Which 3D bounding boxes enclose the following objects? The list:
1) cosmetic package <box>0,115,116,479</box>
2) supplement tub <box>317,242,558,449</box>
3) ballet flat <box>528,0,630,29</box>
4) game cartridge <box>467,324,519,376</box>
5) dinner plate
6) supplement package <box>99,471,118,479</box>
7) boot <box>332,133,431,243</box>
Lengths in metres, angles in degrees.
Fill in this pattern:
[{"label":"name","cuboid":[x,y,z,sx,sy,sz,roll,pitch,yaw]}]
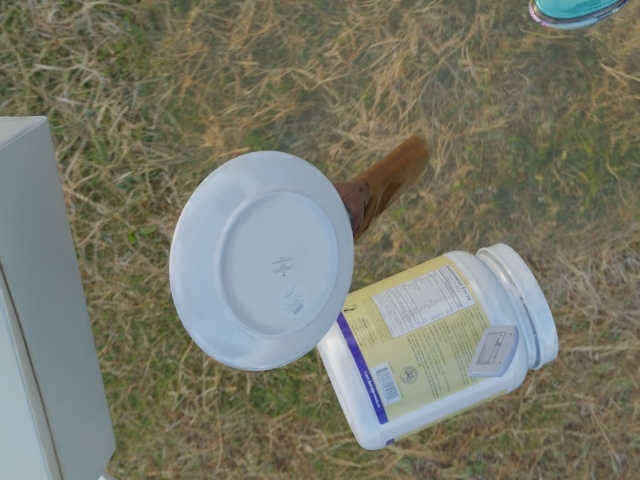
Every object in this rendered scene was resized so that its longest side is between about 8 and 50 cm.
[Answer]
[{"label":"cosmetic package","cuboid":[-0.272,0.069,0.563,0.160,0.113,0.309,0,117,8]},{"label":"supplement tub","cuboid":[0.172,0.159,1.157,0.331,0.241,0.241,-22,105,-6]},{"label":"ballet flat","cuboid":[0.309,-0.280,0.784,0.221,0.079,0.077,-40,77,-8]},{"label":"game cartridge","cuboid":[0.235,0.149,0.989,0.056,0.083,0.017,-14,124,47]},{"label":"dinner plate","cuboid":[-0.029,0.014,0.467,0.017,0.141,0.141,10,118,52]},{"label":"supplement package","cuboid":[-0.320,0.433,1.120,0.105,0.179,0.105,48,69,-34]},{"label":"boot","cuboid":[0.000,0.000,0.900,0.096,0.280,0.264,37,126,10]}]
